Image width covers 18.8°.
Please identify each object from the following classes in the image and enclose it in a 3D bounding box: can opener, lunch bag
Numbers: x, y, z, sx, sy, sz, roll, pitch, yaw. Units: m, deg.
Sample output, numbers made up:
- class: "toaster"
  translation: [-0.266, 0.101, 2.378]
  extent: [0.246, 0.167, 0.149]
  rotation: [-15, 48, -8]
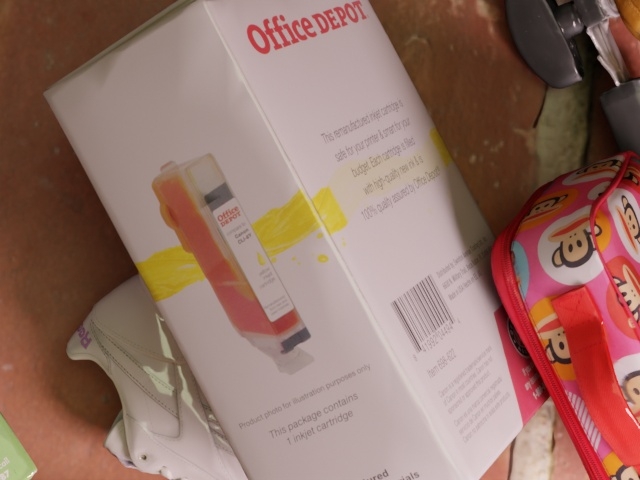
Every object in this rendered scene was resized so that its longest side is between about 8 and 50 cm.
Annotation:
- class: "can opener"
  translation: [0.250, -0.107, 1.628]
  extent: [0.093, 0.074, 0.280]
  rotation: [-27, 89, 22]
- class: "lunch bag"
  translation: [0.247, 0.093, 1.496]
  extent: [0.120, 0.258, 0.293]
  rotation: [-23, 99, 25]

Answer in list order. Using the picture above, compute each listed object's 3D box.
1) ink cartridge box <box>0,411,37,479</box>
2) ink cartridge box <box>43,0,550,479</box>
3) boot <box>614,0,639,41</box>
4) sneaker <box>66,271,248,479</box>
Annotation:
- class: "ink cartridge box"
  translation: [-0.395, 0.082, 1.442]
  extent: [0.207, 0.119, 0.353]
  rotation: [-33, 93, -12]
- class: "ink cartridge box"
  translation: [0.000, 0.000, 1.440]
  extent: [0.160, 0.279, 0.385]
  rotation: [-27, 91, 26]
- class: "boot"
  translation: [0.369, -0.222, 1.640]
  extent: [0.295, 0.104, 0.211]
  rotation: [-8, 64, -33]
- class: "sneaker"
  translation: [-0.077, 0.157, 1.525]
  extent: [0.152, 0.114, 0.305]
  rotation: [-36, 94, 7]
